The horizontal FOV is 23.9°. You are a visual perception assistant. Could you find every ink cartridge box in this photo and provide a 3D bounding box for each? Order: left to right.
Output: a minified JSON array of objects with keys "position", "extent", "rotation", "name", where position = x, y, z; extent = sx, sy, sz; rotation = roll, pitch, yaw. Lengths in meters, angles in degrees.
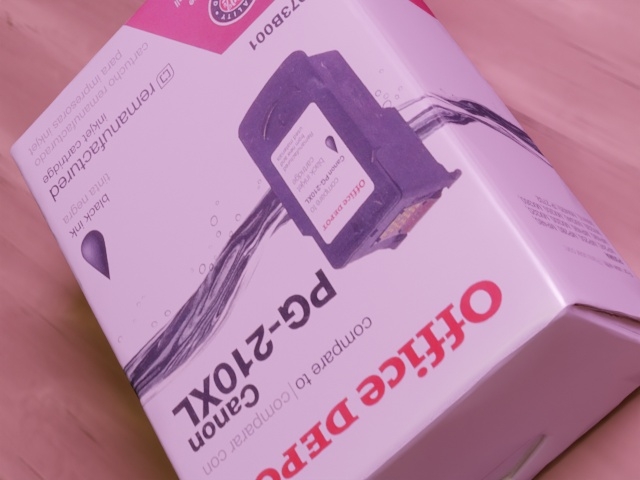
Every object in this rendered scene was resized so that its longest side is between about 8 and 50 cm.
[{"position":[0.000,0.000,0.616],"extent":[0.172,0.100,0.237],"rotation":[-44,58,19],"name":"ink cartridge box"}]
